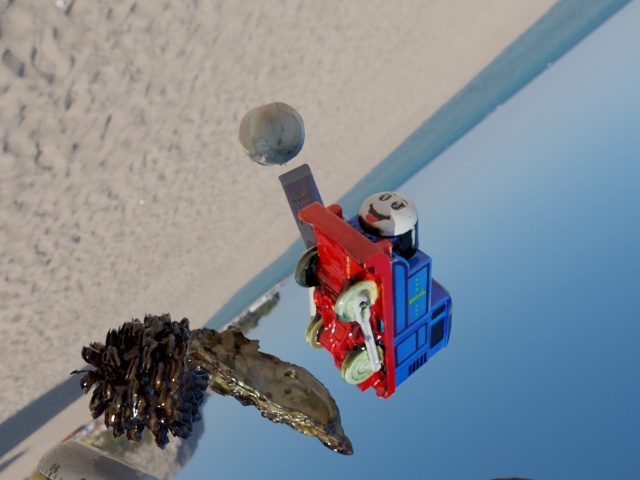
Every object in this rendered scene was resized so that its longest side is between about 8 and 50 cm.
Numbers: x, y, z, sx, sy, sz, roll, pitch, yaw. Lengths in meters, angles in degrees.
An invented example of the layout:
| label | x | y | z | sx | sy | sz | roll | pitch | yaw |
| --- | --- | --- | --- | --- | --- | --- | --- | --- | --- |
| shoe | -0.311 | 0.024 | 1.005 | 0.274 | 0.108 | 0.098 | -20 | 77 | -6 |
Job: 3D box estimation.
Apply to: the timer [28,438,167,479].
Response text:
| label | x | y | z | sx | sy | sz | roll | pitch | yaw |
| --- | --- | --- | --- | --- | --- | --- | --- | --- | --- |
| timer | -0.395 | 0.502 | 1.000 | 0.285 | 0.285 | 0.285 | -39 | 179 | -1 |

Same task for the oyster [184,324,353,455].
| label | x | y | z | sx | sy | sz | roll | pitch | yaw |
| --- | --- | --- | --- | --- | --- | --- | --- | --- | --- |
| oyster | -0.036 | 0.105 | 0.409 | 0.029 | 0.132 | 0.086 | -55 | 158 | 16 |

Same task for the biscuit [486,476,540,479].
| label | x | y | z | sx | sy | sz | roll | pitch | yaw |
| --- | --- | --- | --- | --- | --- | --- | --- | --- | --- |
| biscuit | 0.276 | 0.524 | 0.862 | 0.408 | 0.091 | 0.407 | -24 | -156 | 12 |

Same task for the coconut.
| label | x | y | z | sx | sy | sz | roll | pitch | yaw |
| --- | --- | --- | --- | --- | --- | --- | --- | --- | --- |
| coconut | -0.129 | -0.272 | 1.554 | 0.171 | 0.170 | 0.183 | -39 | -166 | -17 |

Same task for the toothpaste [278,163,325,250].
| label | x | y | z | sx | sy | sz | roll | pitch | yaw |
| --- | --- | --- | --- | --- | --- | --- | --- | --- | --- |
| toothpaste | 0.000 | 0.000 | 1.449 | 0.080 | 0.371 | 0.125 | -23 | -175 | -39 |

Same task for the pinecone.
| label | x | y | z | sx | sy | sz | roll | pitch | yaw |
| --- | --- | --- | --- | --- | --- | --- | --- | --- | --- |
| pinecone | -0.283 | 0.218 | 0.961 | 0.221 | 0.221 | 0.221 | -39 | 179 | -1 |

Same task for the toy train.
| label | x | y | z | sx | sy | sz | roll | pitch | yaw |
| --- | --- | --- | --- | --- | --- | --- | --- | --- | --- |
| toy train | 0.050 | 0.046 | 0.527 | 0.131 | 0.083 | 0.203 | -32 | 139 | -22 |
